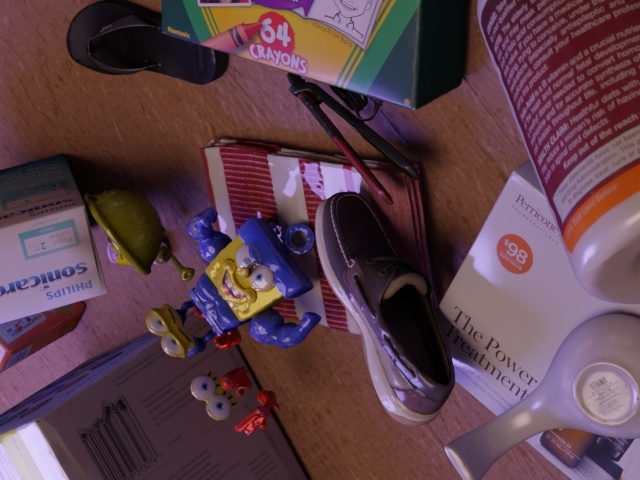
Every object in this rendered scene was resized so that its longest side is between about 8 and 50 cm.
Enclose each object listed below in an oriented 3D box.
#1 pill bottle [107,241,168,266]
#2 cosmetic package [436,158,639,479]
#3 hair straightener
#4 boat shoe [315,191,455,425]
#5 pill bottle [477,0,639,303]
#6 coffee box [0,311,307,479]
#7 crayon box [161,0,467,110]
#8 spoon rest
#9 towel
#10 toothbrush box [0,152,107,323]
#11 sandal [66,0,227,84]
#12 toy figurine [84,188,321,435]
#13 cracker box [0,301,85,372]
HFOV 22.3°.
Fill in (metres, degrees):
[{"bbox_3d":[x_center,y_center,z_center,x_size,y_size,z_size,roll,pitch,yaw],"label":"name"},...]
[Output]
[{"bbox_3d":[-0.245,0.014,2.184,0.083,0.043,0.043,5,115,38],"label":"pill bottle"},{"bbox_3d":[0.314,0.123,1.733,0.377,0.097,0.284,40,130,18],"label":"cosmetic package"},{"bbox_3d":[0.043,-0.145,1.845,0.089,0.047,0.230,-41,59,3],"label":"hair straightener"},{"bbox_3d":[0.080,0.061,1.798,0.092,0.103,0.285,-45,56,47],"label":"boat shoe"},{"bbox_3d":[0.272,-0.163,1.440,0.224,0.224,0.392,-44,54,44],"label":"pill bottle"},{"bbox_3d":[-0.268,0.340,2.169,0.334,0.338,0.338,-25,96,46],"label":"coffee box"},{"bbox_3d":[-0.013,-0.342,1.754,0.363,0.106,0.313,20,124,32],"label":"crayon box"},{"bbox_3d":[0.259,0.170,1.695,0.276,0.084,0.137,-32,91,32],"label":"spoon rest"},{"bbox_3d":[0.000,0.000,1.977,0.329,0.037,0.237,11,121,38],"label":"towel"},{"bbox_3d":[-0.408,0.001,2.105,0.295,0.216,0.126,-128,24,-68],"label":"toothbrush box"},{"bbox_3d":[-0.230,-0.246,2.026,0.254,0.054,0.097,9,118,37],"label":"sandal"},{"bbox_3d":[-0.099,0.029,2.000,0.217,0.191,0.362,-39,78,18],"label":"toy figurine"},{"bbox_3d":[-0.474,0.064,2.328,0.232,0.156,0.067,46,134,13],"label":"cracker box"}]
